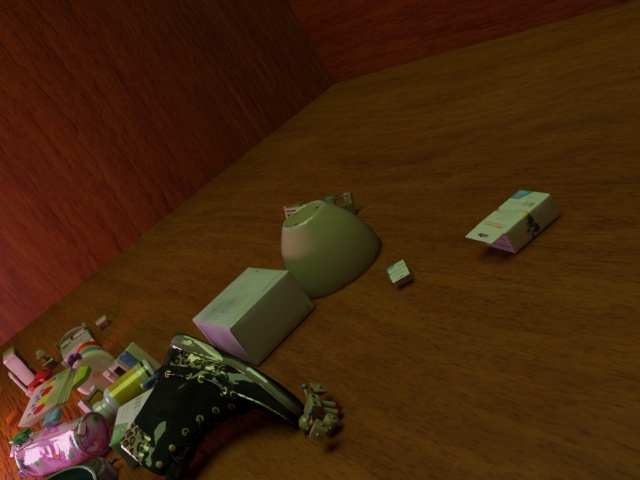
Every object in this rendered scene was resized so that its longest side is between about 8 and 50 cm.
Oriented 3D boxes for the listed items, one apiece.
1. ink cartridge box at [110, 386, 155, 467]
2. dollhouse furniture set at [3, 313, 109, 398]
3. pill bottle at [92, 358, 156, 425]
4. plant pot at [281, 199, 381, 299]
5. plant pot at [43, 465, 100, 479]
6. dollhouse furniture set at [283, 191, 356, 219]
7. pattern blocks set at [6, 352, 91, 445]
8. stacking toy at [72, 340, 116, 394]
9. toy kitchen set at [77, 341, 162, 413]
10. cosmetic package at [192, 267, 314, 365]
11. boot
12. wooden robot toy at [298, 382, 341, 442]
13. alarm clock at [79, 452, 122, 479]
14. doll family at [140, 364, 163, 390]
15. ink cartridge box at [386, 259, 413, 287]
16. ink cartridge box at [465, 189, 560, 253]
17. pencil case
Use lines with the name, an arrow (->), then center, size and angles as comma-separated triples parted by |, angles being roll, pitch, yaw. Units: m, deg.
ink cartridge box -> -0.386, 0.426, 1.632 | 0.212, 0.093, 0.154 | -33, 21, 4
dollhouse furniture set -> -0.940, 0.375, 2.438 | 0.356, 0.173, 0.303 | -40, 22, -16
pill bottle -> -0.520, 0.417, 1.829 | 0.184, 0.103, 0.103 | -38, 21, -14
plant pot -> 0.000, 0.000, 1.872 | 0.284, 0.190, 0.284 | -29, 21, 12
plant pot -> -0.475, 0.596, 1.238 | 0.293, 0.196, 0.293 | -28, 22, 13
dollhouse furniture set -> 0.005, -0.070, 2.157 | 0.184, 0.128, 0.129 | -17, 9, -33
pattern blocks set -> -0.764, 0.439, 1.900 | 0.286, 0.026, 0.324 | -27, 25, 17
stacking toy -> -0.735, 0.396, 2.186 | 0.141, 0.141, 0.330 | -39, 15, -14
toy kitchen set -> -0.576, 0.422, 1.936 | 0.207, 0.122, 0.166 | -41, 11, 45
cosmetic package -> -0.179, 0.193, 1.783 | 0.224, 0.138, 0.225 | -44, 25, -26
boot -> -0.239, 0.382, 1.431 | 0.378, 0.138, 0.284 | 21, 72, 30
wooden robot toy -> -0.008, 0.352, 1.317 | 0.173, 0.076, 0.079 | -111, 43, -69
alarm clock -> -0.536, 0.562, 1.599 | 0.192, 0.064, 0.129 | -40, 21, -26
doll family -> -0.387, 0.346, 1.752 | 0.111, 0.076, 0.193 | -36, -2, 7
ink cartridge box -> 0.194, 0.084, 1.629 | 0.048, 0.028, 0.083 | -31, 21, 7
ink cartridge box -> 0.427, -0.033, 1.501 | 0.181, 0.061, 0.104 | -38, 21, -13
pencil case -> -0.683, 0.539, 1.771 | 0.284, 0.124, 0.124 | -22, 24, 27
